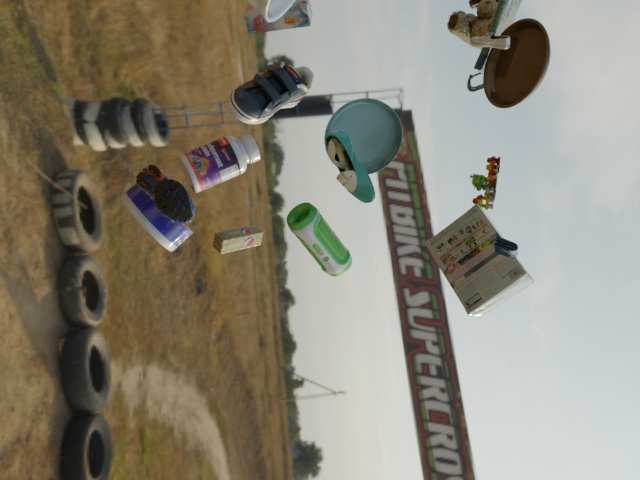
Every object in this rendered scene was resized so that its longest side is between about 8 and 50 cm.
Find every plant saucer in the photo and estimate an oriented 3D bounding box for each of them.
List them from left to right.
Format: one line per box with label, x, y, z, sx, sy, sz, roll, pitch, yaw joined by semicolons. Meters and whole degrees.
plant saucer;0.170;-0.417;2.446;0.043;0.318;0.317;-106;-168;-62
plant saucer;0.613;-0.545;1.897;0.278;0.041;0.277;-32;-127;58

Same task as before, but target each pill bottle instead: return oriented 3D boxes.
pill bottle;-0.260;-0.209;1.592;0.108;0.194;0.108;57;-16;26

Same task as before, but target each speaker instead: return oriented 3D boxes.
speaker;0.000;0.000;2.210;0.296;0.131;0.131;52;16;-35

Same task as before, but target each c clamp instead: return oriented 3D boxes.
c clamp;0.751;-0.765;2.833;0.022;0.161;0.137;-110;173;-45

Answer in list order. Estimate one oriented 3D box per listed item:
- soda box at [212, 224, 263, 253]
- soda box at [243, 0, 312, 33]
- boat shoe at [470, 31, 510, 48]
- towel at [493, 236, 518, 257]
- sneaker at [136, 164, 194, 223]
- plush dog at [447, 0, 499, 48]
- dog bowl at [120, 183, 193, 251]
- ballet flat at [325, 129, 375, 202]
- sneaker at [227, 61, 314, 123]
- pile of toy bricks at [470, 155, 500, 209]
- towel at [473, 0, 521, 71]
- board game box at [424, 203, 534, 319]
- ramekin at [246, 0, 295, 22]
soda box;-0.304;-0.005;2.253;0.058;0.181;0.061;38;-53;36
soda box;-0.118;-0.628;1.704;0.058;0.183;0.062;71;20;-48
boat shoe;0.421;-0.500;1.512;0.035;0.100;0.035;-50;146;-34
towel;0.515;0.023;1.693;0.029;0.067;0.119;-65;160;-5
sneaker;-0.358;-0.107;1.471;0.221;0.083;0.087;45;0;38
plush dog;0.665;-0.863;2.381;0.263;0.211;0.225;26;-90;40
dog bowl;-0.578;-0.090;2.161;0.265;0.104;0.265;48;-5;5
ballet flat;0.074;-0.210;1.767;0.083;0.087;0.247;-44;-117;50
sneaker;-0.134;-0.430;1.726;0.126;0.127;0.321;49;38;-1
pile of toy bricks;0.636;-0.234;2.384;0.118;0.105;0.212;-62;155;-44
towel;0.615;-0.747;2.062;0.271;0.040;0.370;-19;130;-65
board game box;0.507;0.067;1.971;0.098;0.224;0.303;27;30;-49
ramekin;-0.102;-0.682;1.464;0.277;0.135;0.277;-53;-179;2
